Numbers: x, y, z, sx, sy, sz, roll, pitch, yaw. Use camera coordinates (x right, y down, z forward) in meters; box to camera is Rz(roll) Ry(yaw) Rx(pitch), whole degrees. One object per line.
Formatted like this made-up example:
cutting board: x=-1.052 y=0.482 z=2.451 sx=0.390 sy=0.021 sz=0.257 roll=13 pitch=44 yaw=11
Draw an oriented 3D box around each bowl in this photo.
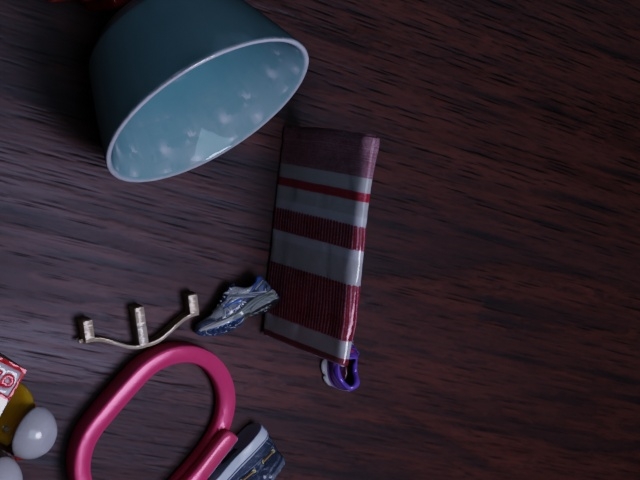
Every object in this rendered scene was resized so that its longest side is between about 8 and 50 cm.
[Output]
bowl: x=-0.188 y=-0.233 z=1.846 sx=0.311 sy=0.311 sz=0.163 roll=-25 pitch=72 yaw=-25

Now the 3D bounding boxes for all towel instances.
towel: x=0.000 y=0.000 z=2.000 sx=0.037 sy=0.237 sz=0.329 roll=3 pitch=96 yaw=-31

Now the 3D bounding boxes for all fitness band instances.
fitness band: x=-0.244 y=0.285 z=2.016 sx=0.291 sy=0.054 sz=0.209 roll=-50 pitch=116 yaw=-15

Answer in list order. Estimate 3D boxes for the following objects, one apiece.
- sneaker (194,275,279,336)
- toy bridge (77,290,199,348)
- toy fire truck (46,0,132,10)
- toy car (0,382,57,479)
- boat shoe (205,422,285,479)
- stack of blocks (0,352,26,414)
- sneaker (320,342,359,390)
sneaker: x=-0.132 y=0.099 z=2.052 sx=0.135 sy=0.052 sz=0.058 roll=-27 pitch=73 yaw=-7
toy bridge: x=-0.265 y=0.125 z=1.987 sx=0.188 sy=0.026 sz=0.063 roll=-14 pitch=106 yaw=-28
toy fire truck: x=-0.347 y=-0.406 z=1.797 sx=0.246 sy=0.158 sz=0.217 roll=-17 pitch=107 yaw=-38
toy car: x=-0.447 y=0.283 z=1.851 sx=0.182 sy=0.159 sz=0.136 roll=-58 pitch=161 yaw=-22
boat shoe: x=-0.133 y=0.369 z=2.083 sx=0.183 sy=0.065 sz=0.083 roll=-42 pitch=115 yaw=-19
stack of blocks: x=-0.495 y=0.183 z=1.702 sx=0.087 sy=0.297 sz=0.171 roll=34 pitch=81 yaw=-33
sneaker: x=0.034 y=0.157 z=2.144 sx=0.068 sy=0.071 sz=0.170 roll=-22 pitch=108 yaw=-26
